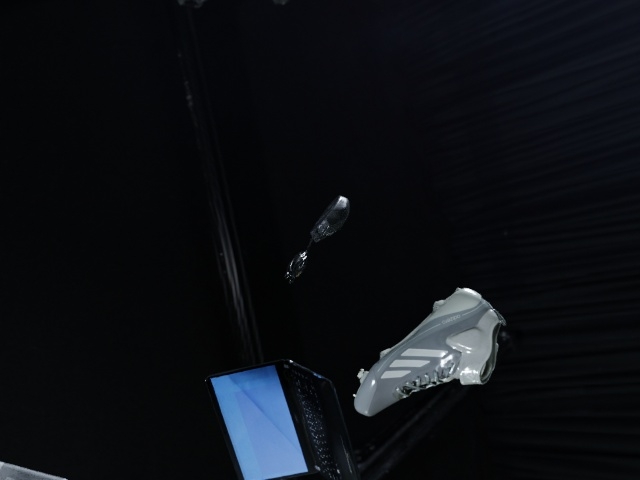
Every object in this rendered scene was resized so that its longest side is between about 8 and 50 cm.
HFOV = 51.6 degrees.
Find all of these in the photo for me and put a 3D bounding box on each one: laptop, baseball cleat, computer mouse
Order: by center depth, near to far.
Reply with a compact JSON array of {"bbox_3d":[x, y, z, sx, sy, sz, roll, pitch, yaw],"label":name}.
[{"bbox_3d":[0.131,0.151,0.783,0.206,0.109,0.072,-49,-36,7],"label":"baseball cleat"},{"bbox_3d":[-0.064,0.341,1.142,0.136,0.264,0.234,-22,-76,-25],"label":"laptop"},{"bbox_3d":[0.000,0.000,1.189,0.041,0.071,0.242,40,-134,-8],"label":"computer mouse"}]

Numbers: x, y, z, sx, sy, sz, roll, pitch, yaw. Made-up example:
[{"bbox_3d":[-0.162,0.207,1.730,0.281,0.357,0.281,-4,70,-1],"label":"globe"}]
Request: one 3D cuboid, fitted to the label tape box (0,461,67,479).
[{"bbox_3d":[-0.317,0.326,0.720,0.241,0.333,0.106,95,-171,-56],"label":"label tape box"}]
